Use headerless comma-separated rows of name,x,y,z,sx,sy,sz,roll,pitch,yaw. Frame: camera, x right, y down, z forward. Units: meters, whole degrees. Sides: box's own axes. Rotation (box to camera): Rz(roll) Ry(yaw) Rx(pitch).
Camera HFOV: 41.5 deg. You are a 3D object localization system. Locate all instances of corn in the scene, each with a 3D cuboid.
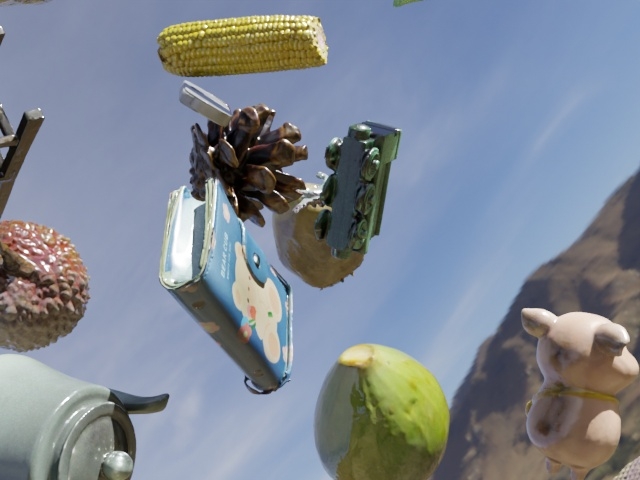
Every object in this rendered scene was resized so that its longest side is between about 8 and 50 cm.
corn,-0.113,-0.273,1.190,0.081,0.248,0.081,-1,-90,-75

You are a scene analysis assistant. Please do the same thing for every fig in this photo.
fig,0.092,0.252,1.226,0.207,0.207,0.230,-19,-52,-53

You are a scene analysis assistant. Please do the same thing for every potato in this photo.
potato,0.000,0.000,1.785,0.191,0.141,0.296,-5,-41,7

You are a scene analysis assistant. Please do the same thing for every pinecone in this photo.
pinecone,-0.122,-0.131,1.401,0.201,0.229,0.203,-4,-58,-26

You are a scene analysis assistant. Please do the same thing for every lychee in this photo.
lychee,-0.364,0.054,1.030,0.165,0.165,0.197,-35,-11,-29

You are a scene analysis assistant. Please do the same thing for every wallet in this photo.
wallet,-0.088,0.047,0.839,0.059,0.141,0.202,-13,-41,17

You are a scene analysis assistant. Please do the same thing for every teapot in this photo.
teapot,-0.229,0.191,0.724,0.239,0.149,0.162,-38,-52,-59

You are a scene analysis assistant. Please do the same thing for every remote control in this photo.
remote control,-0.168,-0.200,1.226,0.022,0.077,0.245,-60,15,8

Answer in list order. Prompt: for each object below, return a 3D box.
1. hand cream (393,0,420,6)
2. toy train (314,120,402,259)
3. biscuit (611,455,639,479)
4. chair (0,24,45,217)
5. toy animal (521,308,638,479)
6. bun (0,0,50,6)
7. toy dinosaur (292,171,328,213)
hand cream,0.169,-0.336,1.035,0.046,0.175,0.095,-8,-77,-53
toy train,0.048,-0.063,1.049,0.111,0.071,0.171,-26,-51,-58
biscuit,0.435,0.256,0.990,0.239,0.062,0.108,-48,0,12
chair,-0.647,-0.149,1.397,0.240,0.203,0.416,-22,-12,-38
toy animal,0.377,0.229,1.253,0.149,0.165,0.248,-4,-82,-59
bun,-0.385,-0.383,1.080,0.193,0.128,0.179,4,-73,-42
toy dinosaur,0.020,-0.097,1.594,0.209,0.082,0.039,-40,-40,-41
